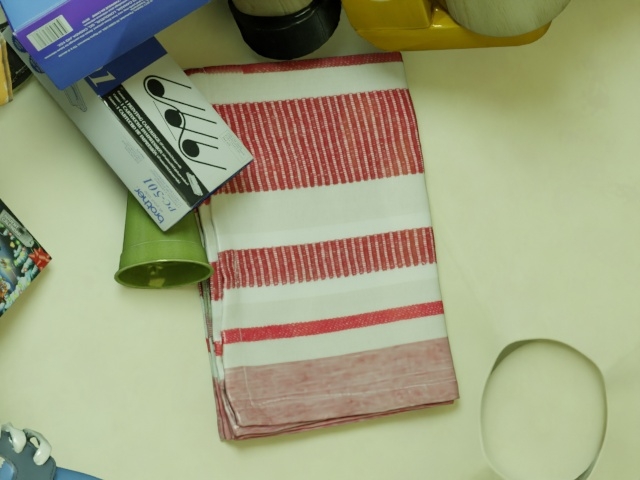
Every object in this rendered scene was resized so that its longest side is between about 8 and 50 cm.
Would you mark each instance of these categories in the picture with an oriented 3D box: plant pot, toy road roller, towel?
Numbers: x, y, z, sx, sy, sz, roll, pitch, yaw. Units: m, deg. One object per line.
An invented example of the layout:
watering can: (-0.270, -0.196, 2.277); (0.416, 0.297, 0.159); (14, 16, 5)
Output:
plant pot: (-0.133, -0.008, 1.382); (0.083, 0.083, 0.079); (4, 71, -26)
toy road roller: (0.050, -0.304, 1.377); (0.329, 0.202, 0.240); (2, 63, 17)
towel: (0.000, 0.000, 1.465); (0.237, 0.037, 0.329); (-7, 88, -28)

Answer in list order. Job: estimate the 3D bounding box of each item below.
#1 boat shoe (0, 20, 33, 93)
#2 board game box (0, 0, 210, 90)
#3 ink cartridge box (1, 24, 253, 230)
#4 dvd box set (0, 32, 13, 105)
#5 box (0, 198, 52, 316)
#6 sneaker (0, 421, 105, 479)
boat shoe: (-0.274, -0.133, 1.334); (0.152, 0.049, 0.056); (-43, 102, -24)
board game box: (-0.105, -0.299, 1.262); (0.347, 0.078, 0.233); (-31, 55, 2)
ink cartridge box: (-0.156, -0.116, 1.350); (0.207, 0.046, 0.097); (51, 43, -2)
dvd box set: (-0.467, -0.122, 1.121); (0.420, 0.307, 0.062); (-23, 136, -26)
box: (-0.284, -0.008, 1.306); (0.137, 0.027, 0.094); (50, 34, -13)
sneaker: (-0.289, 0.118, 1.255); (0.323, 0.130, 0.236); (4, 87, -20)
